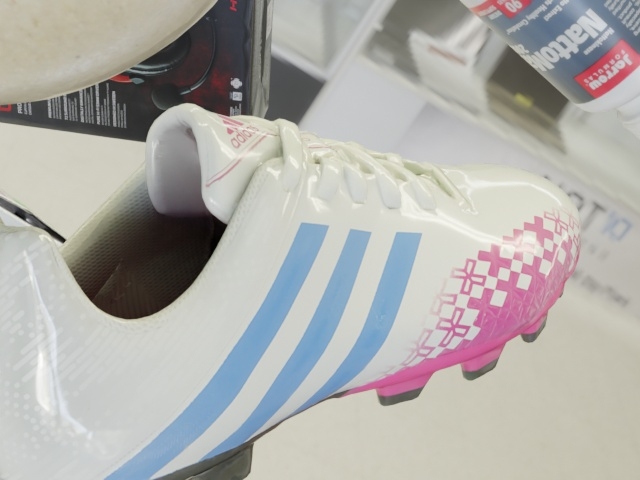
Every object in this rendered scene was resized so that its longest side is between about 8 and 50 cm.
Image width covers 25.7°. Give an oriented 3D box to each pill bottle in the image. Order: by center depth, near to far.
[{"bbox_3d":[0.193,-0.153,0.977,0.180,0.108,0.108,39,26,-14],"label":"pill bottle"}]

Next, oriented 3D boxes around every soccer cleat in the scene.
[{"bbox_3d":[0.000,0.000,0.593,0.116,0.143,0.331,14,29,43],"label":"soccer cleat"}]

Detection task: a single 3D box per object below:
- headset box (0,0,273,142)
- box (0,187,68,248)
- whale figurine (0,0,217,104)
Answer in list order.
[{"bbox_3d":[-0.194,-0.211,1.288,0.293,0.218,0.110,9,33,5],"label":"headset box"},{"bbox_3d":[-0.249,0.063,0.786,0.126,0.231,0.262,34,-5,-17],"label":"box"},{"bbox_3d":[-0.124,-0.176,0.419,0.272,0.216,0.141,58,9,-22],"label":"whale figurine"}]
